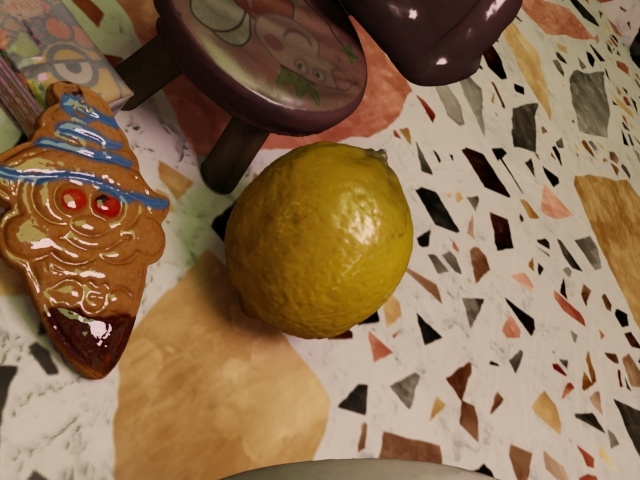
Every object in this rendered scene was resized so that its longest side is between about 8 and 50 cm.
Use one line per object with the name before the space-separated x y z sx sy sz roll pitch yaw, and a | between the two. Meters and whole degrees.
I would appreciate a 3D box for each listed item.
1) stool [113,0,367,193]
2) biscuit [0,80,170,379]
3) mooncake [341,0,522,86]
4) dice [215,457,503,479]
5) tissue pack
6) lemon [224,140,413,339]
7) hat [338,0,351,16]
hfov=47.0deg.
stool | -0.098 -0.208 0.847 0.272 0.178 0.272 24 49 -31
biscuit | -0.216 -0.014 0.669 0.183 0.043 0.280 2 72 -41
mooncake | 0.083 -0.390 0.940 0.351 0.212 0.381 30 22 -41
dice | 0.018 0.337 0.492 0.277 0.304 0.304 28 47 -28
tissue pack | -0.279 -0.178 0.743 0.148 0.060 0.108 54 39 -4
lemon | 0.000 0.000 0.779 0.192 0.231 0.192 39 9 -7
hat | 0.002 -0.458 1.201 0.245 0.149 0.214 -19 99 -15
